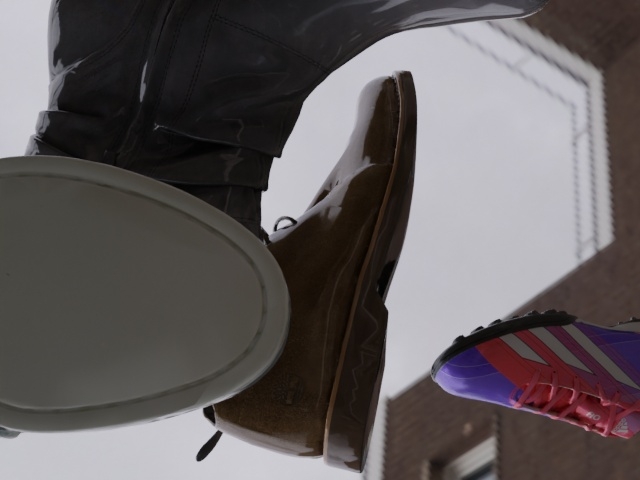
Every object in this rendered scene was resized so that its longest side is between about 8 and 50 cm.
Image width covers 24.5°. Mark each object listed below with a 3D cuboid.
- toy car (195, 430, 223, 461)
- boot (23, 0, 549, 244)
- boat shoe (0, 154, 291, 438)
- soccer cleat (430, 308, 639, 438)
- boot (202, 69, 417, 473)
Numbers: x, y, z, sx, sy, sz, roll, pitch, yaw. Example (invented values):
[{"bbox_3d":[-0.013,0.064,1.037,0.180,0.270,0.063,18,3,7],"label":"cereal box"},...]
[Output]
[{"bbox_3d":[-0.051,0.174,1.581,0.149,0.155,0.188,45,-139,15],"label":"toy car"},{"bbox_3d":[-0.026,-0.081,0.874,0.118,0.338,0.222,31,-116,-60],"label":"boot"},{"bbox_3d":[-0.151,0.032,0.666,0.099,0.320,0.116,28,-119,-65],"label":"boat shoe"},{"bbox_3d":[0.260,0.141,1.450,0.318,0.108,0.116,2,-123,-27],"label":"soccer cleat"},{"bbox_3d":[0.000,0.000,0.962,0.115,0.112,0.305,9,-127,8],"label":"boot"}]
